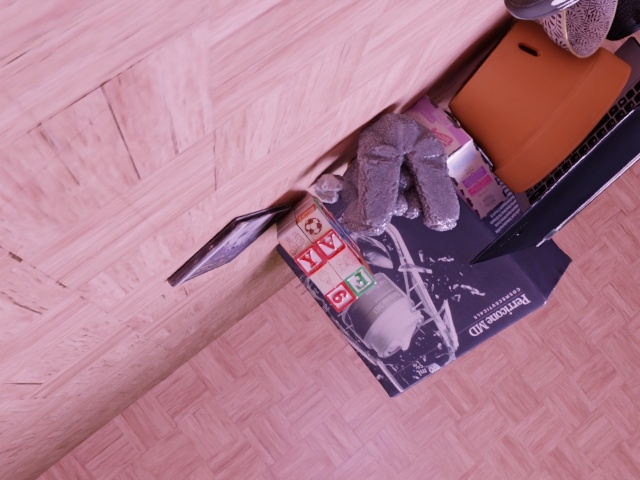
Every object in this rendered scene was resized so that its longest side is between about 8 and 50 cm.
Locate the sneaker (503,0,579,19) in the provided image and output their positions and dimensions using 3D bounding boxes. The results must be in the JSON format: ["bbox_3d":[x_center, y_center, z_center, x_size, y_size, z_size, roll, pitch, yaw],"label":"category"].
[{"bbox_3d":[0.295,-0.358,0.747,0.106,0.101,0.267,-5,150,-46],"label":"sneaker"}]

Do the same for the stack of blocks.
[{"bbox_3d":[0.000,0.000,1.297,0.087,0.171,0.297,-38,-166,5],"label":"stack of blocks"}]

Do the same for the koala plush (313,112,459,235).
[{"bbox_3d":[0.104,-0.101,1.198,0.196,0.203,0.221,-4,174,-20],"label":"koala plush"}]

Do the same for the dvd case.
[{"bbox_3d":[-0.148,0.004,1.161,0.164,0.018,0.221,-40,175,19],"label":"dvd case"}]

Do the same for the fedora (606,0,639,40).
[{"bbox_3d":[0.607,-0.497,1.310,0.334,0.152,0.334,-38,176,-3],"label":"fedora"}]

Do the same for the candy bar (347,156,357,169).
[{"bbox_3d":[0.072,-0.149,1.388,0.040,0.018,0.161,-38,175,-6],"label":"candy bar"}]

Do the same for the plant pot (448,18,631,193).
[{"bbox_3d":[0.369,-0.258,1.227,0.291,0.203,0.291,-51,180,0],"label":"plant pot"}]

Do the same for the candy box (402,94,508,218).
[{"bbox_3d":[0.249,-0.155,1.278,0.070,0.165,0.196,-39,137,8],"label":"candy box"}]

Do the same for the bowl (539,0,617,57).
[{"bbox_3d":[0.396,-0.380,1.083,0.170,0.080,0.170,-21,121,-40],"label":"bowl"}]

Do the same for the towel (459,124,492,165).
[{"bbox_3d":[0.422,-0.183,1.846,0.320,0.090,0.374,-81,180,-81],"label":"towel"}]

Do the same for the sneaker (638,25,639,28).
[{"bbox_3d":[0.622,-0.392,1.262,0.040,0.043,0.109,-32,175,41],"label":"sneaker"}]

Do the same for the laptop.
[{"bbox_3d":[0.445,-0.179,1.281,0.382,0.236,0.408,-50,-150,36],"label":"laptop"}]

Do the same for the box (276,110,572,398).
[{"bbox_3d":[0.239,0.033,1.640,0.480,0.471,0.297,-42,174,34],"label":"box"}]
